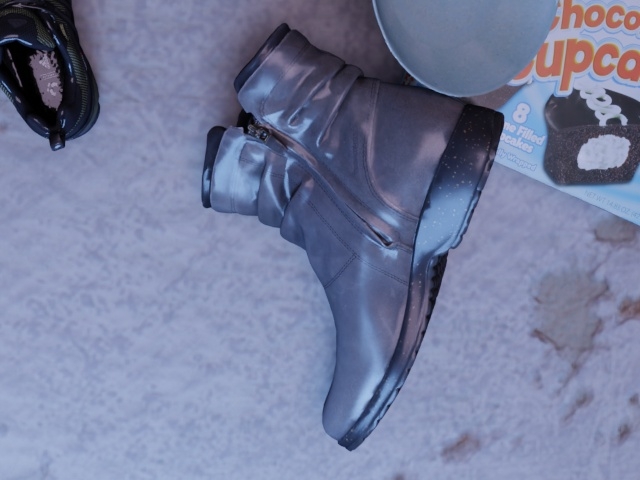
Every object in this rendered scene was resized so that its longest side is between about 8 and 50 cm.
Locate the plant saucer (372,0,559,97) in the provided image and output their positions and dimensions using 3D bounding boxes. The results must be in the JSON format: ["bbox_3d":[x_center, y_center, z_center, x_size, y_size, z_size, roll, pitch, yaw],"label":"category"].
[{"bbox_3d":[0.106,-0.209,0.887,0.195,0.037,0.195,-9,105,-33],"label":"plant saucer"}]

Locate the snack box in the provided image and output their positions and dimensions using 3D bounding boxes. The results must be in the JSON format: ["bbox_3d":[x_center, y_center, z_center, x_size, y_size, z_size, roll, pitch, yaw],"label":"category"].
[{"bbox_3d":[0.241,-0.131,1.002,0.322,0.060,0.187,22,98,-13],"label":"snack box"}]

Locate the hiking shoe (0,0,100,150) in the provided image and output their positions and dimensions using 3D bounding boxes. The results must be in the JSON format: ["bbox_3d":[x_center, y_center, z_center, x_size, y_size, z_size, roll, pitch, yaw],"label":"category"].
[{"bbox_3d":[-0.229,-0.182,0.887,0.086,0.114,0.226,-23,104,-4],"label":"hiking shoe"}]

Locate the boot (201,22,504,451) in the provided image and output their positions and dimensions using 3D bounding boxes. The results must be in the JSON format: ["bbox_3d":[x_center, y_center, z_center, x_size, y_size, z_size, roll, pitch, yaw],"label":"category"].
[{"bbox_3d":[0.000,0.000,0.976,0.223,0.118,0.338,20,111,4],"label":"boot"}]
